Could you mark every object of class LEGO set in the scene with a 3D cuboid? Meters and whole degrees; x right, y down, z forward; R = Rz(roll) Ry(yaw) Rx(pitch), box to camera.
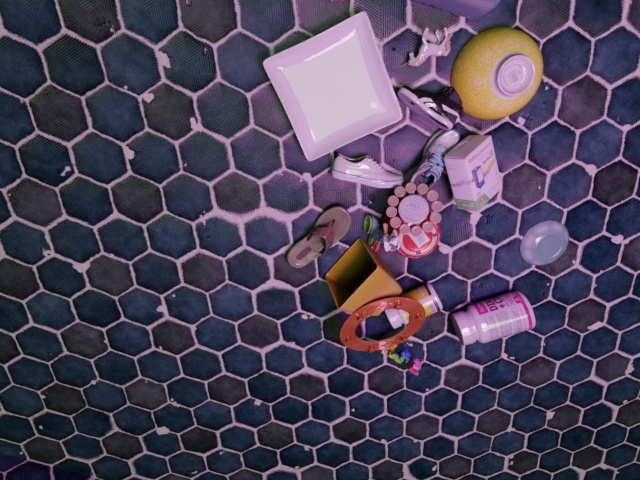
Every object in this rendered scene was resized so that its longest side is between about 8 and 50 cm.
[{"bbox_3d":[0.338,0.455,1.721,0.227,0.087,0.093,34,104,-10],"label":"LEGO set"}]

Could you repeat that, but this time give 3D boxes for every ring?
[{"bbox_3d":[0.237,0.329,1.540,0.337,0.032,0.336,-8,136,-8],"label":"ring"}]

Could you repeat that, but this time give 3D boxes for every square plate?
[{"bbox_3d":[0.045,-0.481,1.312,0.347,0.049,0.344,-24,113,6],"label":"square plate"}]

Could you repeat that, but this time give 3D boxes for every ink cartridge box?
[{"bbox_3d":[0.519,-0.229,1.391,0.154,0.093,0.212,-40,121,-22],"label":"ink cartridge box"}]

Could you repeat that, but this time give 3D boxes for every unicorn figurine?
[{"bbox_3d":[0.339,-0.606,1.285,0.162,0.060,0.111,-1,112,-3],"label":"unicorn figurine"}]

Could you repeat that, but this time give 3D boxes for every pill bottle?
[{"bbox_3d":[0.363,0.261,1.619,0.209,0.119,0.119,-27,112,7],"label":"pill bottle"},{"bbox_3d":[0.685,0.317,1.642,0.283,0.160,0.160,-18,113,4],"label":"pill bottle"}]

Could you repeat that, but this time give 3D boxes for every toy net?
[{"bbox_3d":[0.206,-0.006,1.437,0.045,0.232,0.122,5,109,-17],"label":"toy net"}]

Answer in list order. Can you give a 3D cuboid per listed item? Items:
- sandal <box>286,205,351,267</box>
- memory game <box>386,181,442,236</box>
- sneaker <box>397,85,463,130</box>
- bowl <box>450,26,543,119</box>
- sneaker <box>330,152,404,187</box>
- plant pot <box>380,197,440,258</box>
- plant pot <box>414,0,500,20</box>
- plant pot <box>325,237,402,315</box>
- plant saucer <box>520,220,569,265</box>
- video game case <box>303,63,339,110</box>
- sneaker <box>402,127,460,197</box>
[{"bbox_3d":[0.000,0.002,1.503,0.120,0.086,0.303,39,105,-18],"label":"sandal"},{"bbox_3d":[0.310,-0.103,1.357,0.186,0.012,0.186,-1,83,10],"label":"memory game"},{"bbox_3d":[0.368,-0.470,1.346,0.217,0.079,0.121,33,90,-9],"label":"sneaker"},{"bbox_3d":[0.579,-0.518,1.287,0.290,0.156,0.289,-1,113,-3],"label":"bowl"},{"bbox_3d":[0.167,-0.242,1.408,0.258,0.094,0.091,8,116,-6],"label":"sneaker"},{"bbox_3d":[0.321,-0.038,1.464,0.191,0.174,0.191,-1,114,-1],"label":"plant pot"},{"bbox_3d":[0.417,-0.780,1.114,0.248,0.252,0.247,12,111,-9],"label":"plant pot"},{"bbox_3d":[0.173,0.157,1.528,0.187,0.212,0.212,32,107,-29],"label":"plant pot"},{"bbox_3d":[0.885,0.019,1.597,0.195,0.037,0.194,-1,114,-3],"label":"plant saucer"},{"bbox_3d":[-0.001,-0.498,1.334,0.087,0.011,0.122,-24,112,6],"label":"video game case"},{"bbox_3d":[0.391,-0.253,1.403,0.110,0.122,0.283,29,108,-15],"label":"sneaker"}]
